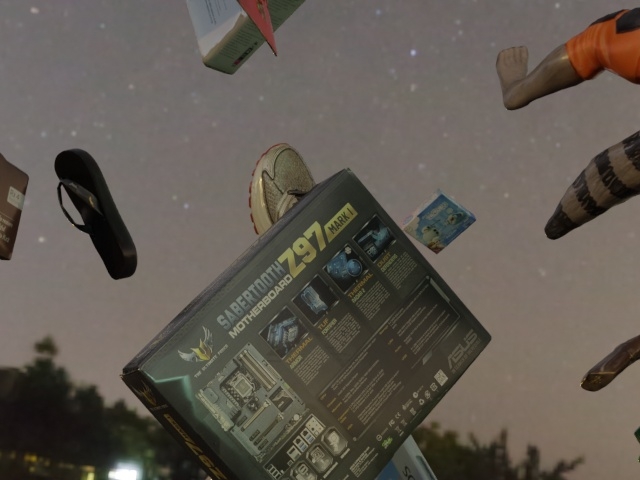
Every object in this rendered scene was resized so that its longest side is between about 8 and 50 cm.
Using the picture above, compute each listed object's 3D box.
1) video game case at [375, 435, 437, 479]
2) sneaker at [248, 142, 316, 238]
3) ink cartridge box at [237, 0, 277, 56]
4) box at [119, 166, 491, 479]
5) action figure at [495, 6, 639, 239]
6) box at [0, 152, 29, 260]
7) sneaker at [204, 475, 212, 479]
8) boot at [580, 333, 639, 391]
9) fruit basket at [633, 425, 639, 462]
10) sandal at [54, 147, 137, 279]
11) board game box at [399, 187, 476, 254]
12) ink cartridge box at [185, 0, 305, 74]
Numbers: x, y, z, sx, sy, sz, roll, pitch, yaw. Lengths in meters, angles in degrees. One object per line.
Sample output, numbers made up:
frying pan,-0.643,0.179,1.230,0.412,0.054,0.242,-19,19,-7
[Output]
video game case,0.081,0.357,1.245,0.023,0.193,0.212,6,-51,-38
sneaker,0.000,0.000,1.078,0.088,0.225,0.093,-9,-19,-42
ink cartridge box,-0.091,-0.373,1.137,0.060,0.275,0.239,-20,-28,15
box,-0.004,0.086,0.794,0.183,0.232,0.059,49,-27,-9
action figure,0.304,-0.067,0.679,0.341,0.178,0.330,44,-21,-10
box,-0.620,-0.068,1.437,0.381,0.143,0.191,1,-17,16
sneaker,-0.041,0.208,1.014,0.069,0.185,0.084,45,-2,15
boot,0.379,0.142,1.287,0.114,0.037,0.106,-22,-14,-42
fruit basket,0.601,0.214,1.510,0.165,0.353,0.327,35,4,22
sandal,-0.356,-0.049,1.618,0.054,0.254,0.097,-12,-38,-35
board game box,0.192,-0.030,1.718,0.090,0.020,0.090,34,-66,-31
ink cartridge box,-0.088,-0.468,1.549,0.071,0.324,0.330,15,-43,-44
